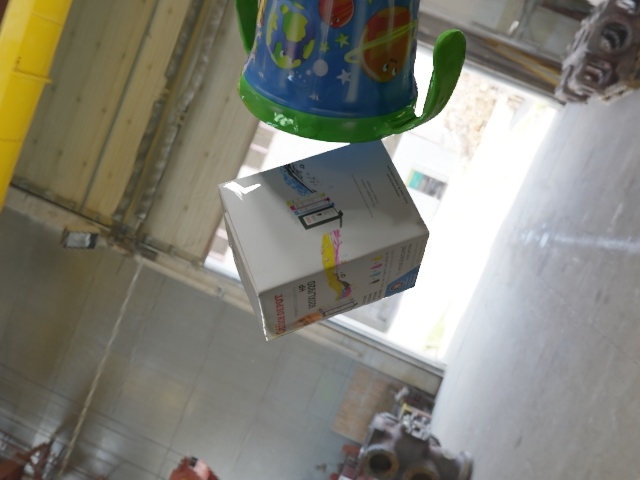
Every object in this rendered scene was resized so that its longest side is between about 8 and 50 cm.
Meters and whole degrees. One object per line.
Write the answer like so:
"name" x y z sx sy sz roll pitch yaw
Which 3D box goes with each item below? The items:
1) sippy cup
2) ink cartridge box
"sippy cup" 0.022 -0.271 0.849 0.240 0.305 0.224 -76 -5 -53
"ink cartridge box" 0.000 0.000 0.951 0.171 0.232 0.168 91 158 -62
